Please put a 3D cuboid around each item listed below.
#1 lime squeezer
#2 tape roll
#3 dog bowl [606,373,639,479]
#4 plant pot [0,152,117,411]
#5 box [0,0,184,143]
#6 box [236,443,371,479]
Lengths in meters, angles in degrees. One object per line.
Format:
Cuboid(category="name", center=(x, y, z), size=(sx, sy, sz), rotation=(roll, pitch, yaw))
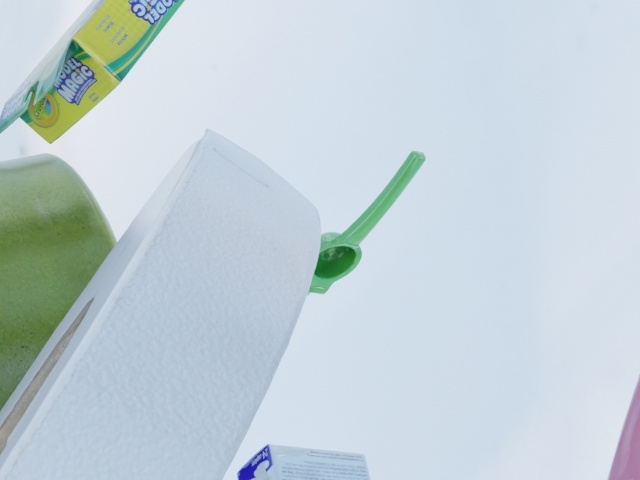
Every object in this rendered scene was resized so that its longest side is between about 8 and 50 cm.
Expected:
Cuboid(category="lime squeezer", center=(0.000, 0.000, 1.248), size=(0.058, 0.310, 0.110), rotation=(29, 66, -28))
Cuboid(category="tape roll", center=(-0.134, 0.128, 0.610), size=(0.072, 0.392, 0.392), rotation=(35, 60, -9))
Cuboid(category="dog bowl", center=(0.259, 0.074, 0.634), size=(0.408, 0.150, 0.408), rotation=(-44, 146, -42))
Cuboid(category="plant pot", center=(-0.319, 0.092, 0.919), size=(0.353, 0.366, 0.367), rotation=(-18, 109, -25))
Cuboid(category="box", center=(-0.128, -0.133, 0.817), size=(0.043, 0.105, 0.179), rotation=(44, 53, -15))
Cuboid(category="box", center=(-0.008, 0.288, 1.338), size=(0.126, 0.072, 0.137), rotation=(12, 49, -33))
